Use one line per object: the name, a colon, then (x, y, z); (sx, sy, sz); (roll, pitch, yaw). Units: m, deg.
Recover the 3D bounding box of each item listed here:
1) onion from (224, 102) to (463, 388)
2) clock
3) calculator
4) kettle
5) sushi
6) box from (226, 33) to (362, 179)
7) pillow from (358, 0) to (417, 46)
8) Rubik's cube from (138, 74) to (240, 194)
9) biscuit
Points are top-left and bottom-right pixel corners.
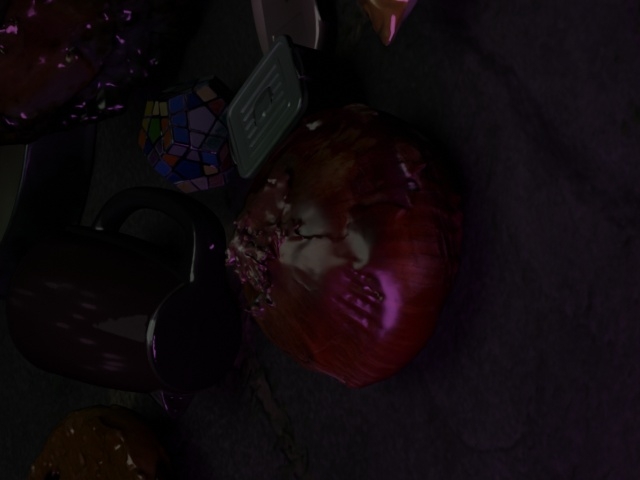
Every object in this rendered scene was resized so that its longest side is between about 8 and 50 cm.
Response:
onion: (0.000, 0.000, 1.500); (0.230, 0.163, 0.230); (-27, 59, 58)
clock: (-0.372, -0.125, 2.123); (0.386, 0.076, 0.386); (-7, 82, 55)
calculator: (-0.027, -0.214, 1.674); (0.103, 0.024, 0.166); (-34, 61, 50)
kettle: (-0.166, 0.051, 1.772); (0.232, 0.144, 0.202); (11, 87, 49)
sushi: (-0.264, -0.272, 1.775); (0.352, 0.294, 0.178); (93, 160, -49)
box: (-0.021, -0.108, 1.615); (0.122, 0.069, 0.084); (-50, 43, 41)
pillow: (0.054, -0.365, 1.483); (0.310, 0.119, 0.312); (56, 129, 37)
Rubik's cube: (-0.110, -0.096, 1.726); (0.111, 0.111, 0.093); (4, 119, 55)
biscuit: (-0.201, 0.298, 1.845); (0.296, 0.075, 0.296); (6, 98, 54)
